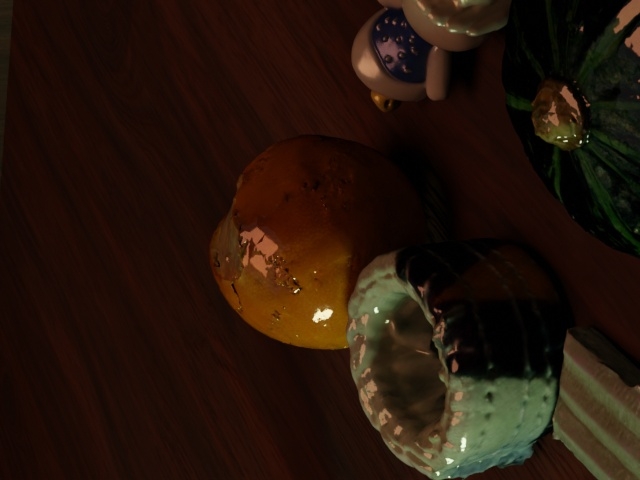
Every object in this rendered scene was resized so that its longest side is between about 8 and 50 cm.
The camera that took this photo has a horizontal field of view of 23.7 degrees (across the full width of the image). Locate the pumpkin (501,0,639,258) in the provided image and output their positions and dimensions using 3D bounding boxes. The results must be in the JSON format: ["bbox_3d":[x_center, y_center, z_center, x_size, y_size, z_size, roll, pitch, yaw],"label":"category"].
[{"bbox_3d":[0.255,-0.124,1.084,0.315,0.238,0.315,41,142,43],"label":"pumpkin"}]

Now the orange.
[{"bbox_3d":[0.000,0.000,1.667,0.240,0.240,0.240,30,124,59],"label":"orange"}]

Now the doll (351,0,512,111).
[{"bbox_3d":[0.109,-0.220,1.530,0.138,0.119,0.293,67,157,13],"label":"doll"}]

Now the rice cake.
[{"bbox_3d":[0.282,0.178,1.355,0.237,0.043,0.127,43,134,52],"label":"rice cake"}]

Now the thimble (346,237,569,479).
[{"bbox_3d":[0.135,0.118,1.518,0.237,0.150,0.237,25,119,57],"label":"thimble"}]
